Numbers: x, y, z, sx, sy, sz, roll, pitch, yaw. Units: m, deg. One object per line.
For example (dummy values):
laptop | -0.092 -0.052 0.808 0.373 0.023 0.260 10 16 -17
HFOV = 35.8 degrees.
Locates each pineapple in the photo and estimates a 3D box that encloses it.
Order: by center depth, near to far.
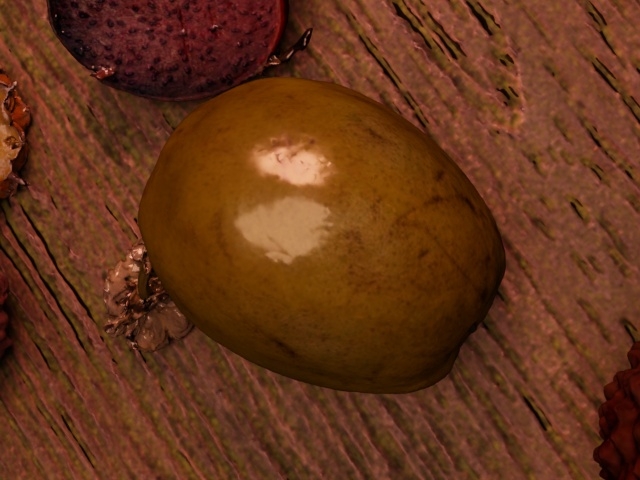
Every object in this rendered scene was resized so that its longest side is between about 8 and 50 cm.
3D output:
pineapple | -0.386 -0.108 1.040 0.221 0.047 0.221 1 93 17

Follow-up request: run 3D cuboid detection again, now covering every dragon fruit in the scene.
dragon fruit | -0.138 -0.254 0.927 0.223 0.218 0.148 -16 43 7

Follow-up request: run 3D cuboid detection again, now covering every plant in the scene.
plant | -0.159 0.051 0.942 0.104 0.122 0.116 20 87 3

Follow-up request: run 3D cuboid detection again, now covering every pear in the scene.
pear | 0.000 0.000 0.837 0.307 0.253 0.253 33 97 6

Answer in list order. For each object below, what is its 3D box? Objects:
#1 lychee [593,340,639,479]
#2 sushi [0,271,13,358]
lychee | 0.367 0.172 0.710 0.330 0.306 0.306 28 96 11
sushi | -0.437 0.054 0.975 0.270 0.171 0.236 27 108 9
